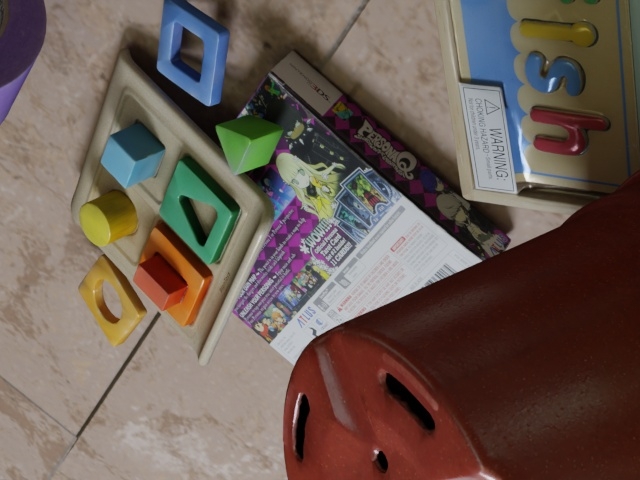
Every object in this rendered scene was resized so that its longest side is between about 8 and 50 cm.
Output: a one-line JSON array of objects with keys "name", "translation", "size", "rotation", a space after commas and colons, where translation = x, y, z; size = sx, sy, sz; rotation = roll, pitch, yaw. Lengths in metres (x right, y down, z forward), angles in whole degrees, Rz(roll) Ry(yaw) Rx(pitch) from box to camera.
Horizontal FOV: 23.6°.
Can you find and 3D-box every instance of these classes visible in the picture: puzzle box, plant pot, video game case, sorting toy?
[{"name": "puzzle box", "translation": [0.187, -0.182, 0.864], "size": [0.272, 0.052, 0.409], "rotation": [9, 130, 29]}, {"name": "plant pot", "translation": [0.140, 0.109, 0.838], "size": [0.272, 0.265, 0.272], "rotation": [33, 131, 48]}, {"name": "video game case", "translation": [0.000, 0.000, 1.157], "size": [0.210, 0.042, 0.232], "rotation": [40, 138, 1]}, {"name": "sorting toy", "translation": [-0.129, -0.019, 1.174], "size": [0.196, 0.047, 0.348], "rotation": [48, 138, 22]}]

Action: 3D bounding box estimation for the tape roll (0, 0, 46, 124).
[{"name": "tape roll", "translation": [-0.303, -0.159, 1.126], "size": [0.189, 0.189, 0.080], "rotation": [40, 139, -1]}]
